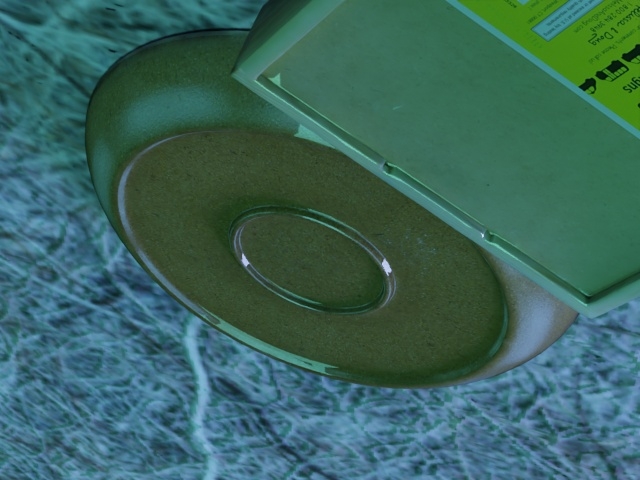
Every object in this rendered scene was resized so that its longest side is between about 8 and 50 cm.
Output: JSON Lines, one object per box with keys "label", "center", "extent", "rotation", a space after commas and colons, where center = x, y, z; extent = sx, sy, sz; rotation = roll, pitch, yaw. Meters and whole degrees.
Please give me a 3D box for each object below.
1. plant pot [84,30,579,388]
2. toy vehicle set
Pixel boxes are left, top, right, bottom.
{"label": "plant pot", "center": [0.000, 0.000, 0.841], "extent": [0.236, 0.032, 0.236], "rotation": [16, 147, 11]}
{"label": "toy vehicle set", "center": [0.104, -0.071, 0.588], "extent": [0.166, 0.035, 0.267], "rotation": [34, 147, -16]}
